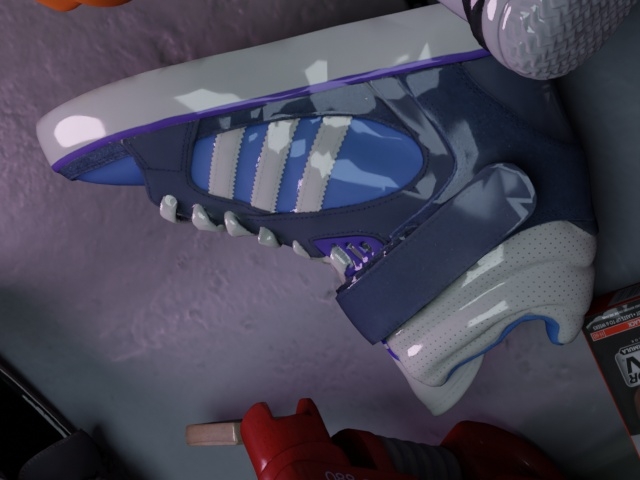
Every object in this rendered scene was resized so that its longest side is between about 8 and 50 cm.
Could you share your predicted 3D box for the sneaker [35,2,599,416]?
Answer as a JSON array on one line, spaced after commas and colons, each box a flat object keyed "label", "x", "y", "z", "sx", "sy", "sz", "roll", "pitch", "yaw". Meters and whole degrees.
[{"label": "sneaker", "x": 0.001, "y": 0.000, "z": 1.010, "sx": 0.323, "sy": 0.130, "sz": 0.236, "roll": -12, "pitch": 96, "yaw": 20}]

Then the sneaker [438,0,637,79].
[{"label": "sneaker", "x": 0.117, "y": -0.282, "z": 0.863, "sx": 0.210, "sy": 0.137, "sz": 0.365, "roll": 32, "pitch": 105, "yaw": 22}]

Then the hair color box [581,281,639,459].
[{"label": "hair color box", "x": 0.212, "y": 0.091, "z": 1.000, "sx": 0.072, "sy": 0.043, "sz": 0.141, "roll": -23, "pitch": 97, "yaw": 27}]

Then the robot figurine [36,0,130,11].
[{"label": "robot figurine", "x": -0.105, "y": -0.217, "z": 0.987, "sx": 0.219, "sy": 0.158, "sz": 0.128, "roll": -33, "pitch": 103, "yaw": 33}]

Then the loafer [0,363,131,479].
[{"label": "loafer", "x": -0.204, "y": 0.149, "z": 1.171, "sx": 0.302, "sy": 0.109, "sz": 0.095, "roll": 35, "pitch": 113, "yaw": 13}]

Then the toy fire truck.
[{"label": "toy fire truck", "x": 0.030, "y": 0.156, "z": 1.045, "sx": 0.158, "sy": 0.217, "sz": 0.246, "roll": -58, "pitch": 38, "yaw": 28}]
